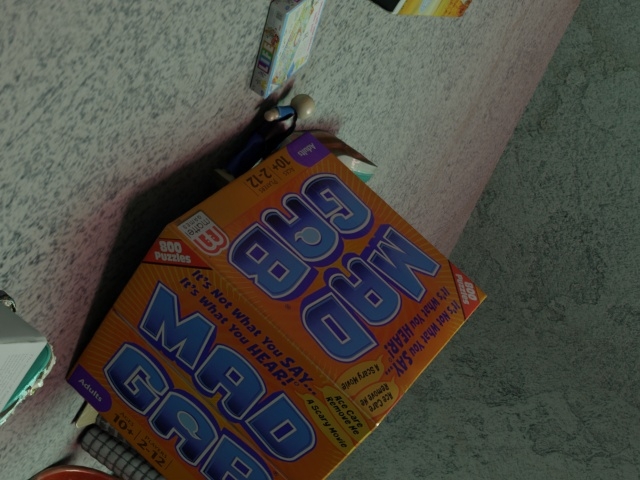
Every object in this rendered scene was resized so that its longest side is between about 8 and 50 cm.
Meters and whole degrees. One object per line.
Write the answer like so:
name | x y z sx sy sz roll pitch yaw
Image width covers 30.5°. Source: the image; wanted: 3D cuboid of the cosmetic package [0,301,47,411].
cosmetic package | -0.395 0.143 1.031 0.224 0.138 0.224 -56 167 4

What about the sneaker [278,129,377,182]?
sneaker | -0.008 -0.107 1.936 0.121 0.108 0.302 -58 160 16

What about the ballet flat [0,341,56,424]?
ballet flat | -0.394 0.193 1.316 0.241 0.091 0.077 -41 -176 -38

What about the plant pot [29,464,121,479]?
plant pot | -0.407 0.538 1.820 0.265 0.272 0.272 -51 170 25

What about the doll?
doll | -0.078 -0.143 1.687 0.189 0.046 0.129 -48 169 -17

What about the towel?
towel | -0.230 0.332 1.949 0.121 0.235 0.283 -64 167 12

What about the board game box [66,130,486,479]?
board game box | -0.060 0.136 1.649 0.356 0.356 0.356 -52 173 38

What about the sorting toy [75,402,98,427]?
sorting toy | -0.346 0.255 1.814 0.062 0.012 0.083 -62 163 11

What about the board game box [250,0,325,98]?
board game box | -0.039 -0.270 1.540 0.103 0.026 0.154 -45 164 -38

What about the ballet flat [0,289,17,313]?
ballet flat | -0.358 0.079 1.235 0.041 0.041 0.114 -60 167 21

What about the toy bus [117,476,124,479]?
toy bus | -0.315 0.496 2.299 0.108 0.130 0.333 -53 168 -4

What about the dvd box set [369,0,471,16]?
dvd box set | 0.228 -0.500 1.861 0.307 0.062 0.420 -59 167 18
